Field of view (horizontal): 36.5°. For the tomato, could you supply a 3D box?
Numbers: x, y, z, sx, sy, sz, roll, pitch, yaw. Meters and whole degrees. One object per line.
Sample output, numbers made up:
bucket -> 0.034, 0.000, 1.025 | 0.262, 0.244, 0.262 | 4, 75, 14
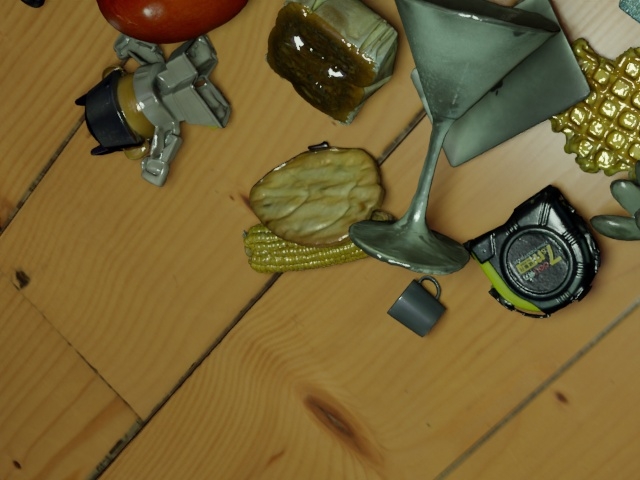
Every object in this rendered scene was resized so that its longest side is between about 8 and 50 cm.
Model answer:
tomato -> -0.240, -0.461, 1.652 | 0.299, 0.226, 0.298 | -27, 48, 34

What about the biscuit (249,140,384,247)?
biscuit -> -0.010, -0.078, 1.711 | 0.260, 0.041, 0.203 | 2, 67, 26

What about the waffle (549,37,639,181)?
waffle -> 0.485, -0.220, 1.528 | 0.253, 0.056, 0.249 | -26, 90, 26

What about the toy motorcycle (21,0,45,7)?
toy motorcycle -> -0.550, -0.566, 1.777 | 0.127, 0.205, 0.275 | -25, 96, 25

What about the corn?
corn -> 0.000, 0.000, 1.741 | 0.292, 0.101, 0.101 | -10, 97, 18

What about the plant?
plant -> 0.561, -0.006, 1.497 | 0.274, 0.149, 0.146 | 38, 96, 7

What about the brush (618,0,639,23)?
brush -> 0.541, -0.422, 1.487 | 0.070, 0.021, 0.196 | 41, 109, 10

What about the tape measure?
tape measure -> 0.360, 0.030, 1.598 | 0.199, 0.112, 0.186 | -37, 79, 29

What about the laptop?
laptop -> 0.287, -0.257, 1.583 | 0.269, 0.015, 0.187 | -28, 80, 32

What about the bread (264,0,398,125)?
bread -> 0.014, -0.313, 1.621 | 0.210, 0.110, 0.192 | 42, 147, 7

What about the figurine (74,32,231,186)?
figurine -> -0.318, -0.254, 1.780 | 0.309, 0.143, 0.308 | -11, 62, 23

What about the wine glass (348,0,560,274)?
wine glass -> 0.183, -0.170, 1.506 | 0.267, 0.267, 0.406 | 21, 110, 16

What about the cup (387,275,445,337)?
cup -> 0.177, 0.112, 1.708 | 0.077, 0.078, 0.100 | 38, 81, 5
